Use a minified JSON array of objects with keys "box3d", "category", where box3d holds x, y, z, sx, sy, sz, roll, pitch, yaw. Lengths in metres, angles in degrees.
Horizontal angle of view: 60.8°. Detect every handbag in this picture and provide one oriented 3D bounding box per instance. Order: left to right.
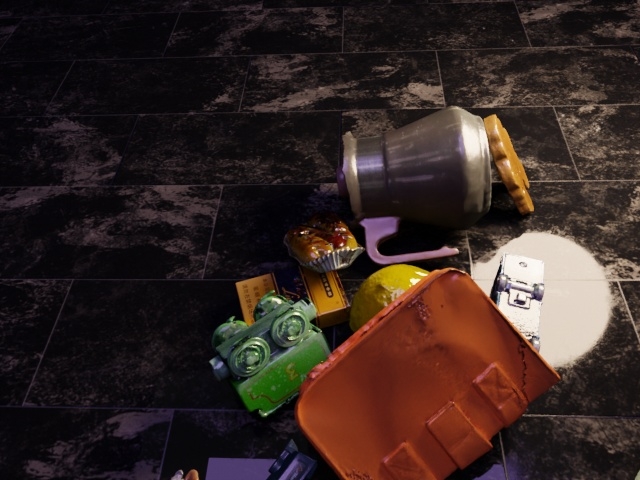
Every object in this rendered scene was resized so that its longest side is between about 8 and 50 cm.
[{"box3d":[0.181,0.269,0.985,0.410,0.116,0.303,-40,85,-4],"category":"handbag"}]

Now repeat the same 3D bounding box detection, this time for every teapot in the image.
[{"box3d":[0.226,-0.129,1.358,0.361,0.305,0.376,-6,79,10],"category":"teapot"}]

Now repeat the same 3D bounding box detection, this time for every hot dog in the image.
[{"box3d":[0.000,0.000,1.302,0.162,0.082,0.270,-17,22,-10],"category":"hot dog"}]

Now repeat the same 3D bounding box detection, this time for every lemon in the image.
[{"box3d":[0.164,0.149,1.155,0.231,0.192,0.192,-46,52,18],"category":"lemon"}]

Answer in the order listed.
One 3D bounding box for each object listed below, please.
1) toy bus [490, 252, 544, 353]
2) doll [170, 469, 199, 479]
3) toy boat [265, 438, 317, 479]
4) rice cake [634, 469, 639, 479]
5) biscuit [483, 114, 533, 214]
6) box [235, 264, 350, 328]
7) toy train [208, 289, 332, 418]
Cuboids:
[{"box3d":[0.407,0.174,1.162,0.106,0.131,0.297,14,54,12],"category":"toy bus"},{"box3d":[-0.249,0.500,0.977,0.217,0.085,0.183,-22,48,9],"category":"doll"},{"box3d":[-0.087,0.485,0.968,0.103,0.093,0.246,39,61,6],"category":"toy boat"},{"box3d":[0.623,0.433,0.990,0.080,0.042,0.221,36,60,24],"category":"rice cake"},{"box3d":[0.470,-0.193,1.375,0.044,0.295,0.186,-20,42,26],"category":"biscuit"},{"box3d":[-0.065,0.142,1.266,0.237,0.070,0.152,-16,51,-6],"category":"box"},{"box3d":[-0.100,0.229,1.115,0.243,0.188,0.132,-31,22,-20],"category":"toy train"}]
